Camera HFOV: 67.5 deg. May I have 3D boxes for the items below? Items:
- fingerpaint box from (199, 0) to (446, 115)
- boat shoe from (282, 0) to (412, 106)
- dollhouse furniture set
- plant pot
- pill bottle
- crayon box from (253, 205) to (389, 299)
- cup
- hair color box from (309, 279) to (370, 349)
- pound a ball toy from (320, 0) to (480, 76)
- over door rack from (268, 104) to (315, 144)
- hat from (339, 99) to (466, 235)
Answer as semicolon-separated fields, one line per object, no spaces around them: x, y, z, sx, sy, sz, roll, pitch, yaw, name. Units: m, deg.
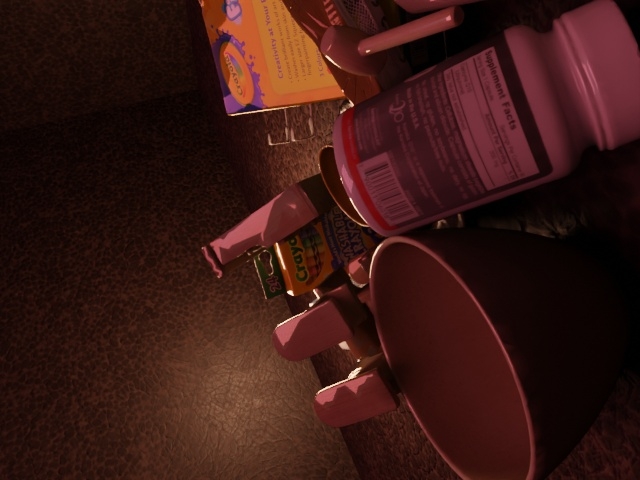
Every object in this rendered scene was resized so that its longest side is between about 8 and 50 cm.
-0.024;-0.449;0.745;0.371;0.163;0.445;3;115;37;fingerpaint box
0.026;-0.305;0.612;0.277;0.096;0.098;59;157;-15;boat shoe
0.000;0.103;0.933;0.256;0.362;0.394;-30;93;30;dollhouse furniture set
0.074;-0.102;0.706;0.134;0.095;0.134;49;161;23;plant pot
0.170;-0.121;0.512;0.161;0.283;0.161;41;-141;-44;pill bottle
0.000;0.000;1.144;0.083;0.322;0.203;-177;70;-74;crayon box
0.245;0.119;0.627;0.331;0.236;0.331;162;90;-74;cup
0.107;0.199;1.280;0.174;0.105;0.347;53;159;-4;hair color box
0.164;-0.264;0.456;0.319;0.135;0.208;16;94;49;pound a ball toy
-0.044;-0.399;1.191;0.239;0.108;0.324;-160;74;-69;over door rack
0.167;-0.121;0.815;0.331;0.134;0.331;51;165;19;hat
